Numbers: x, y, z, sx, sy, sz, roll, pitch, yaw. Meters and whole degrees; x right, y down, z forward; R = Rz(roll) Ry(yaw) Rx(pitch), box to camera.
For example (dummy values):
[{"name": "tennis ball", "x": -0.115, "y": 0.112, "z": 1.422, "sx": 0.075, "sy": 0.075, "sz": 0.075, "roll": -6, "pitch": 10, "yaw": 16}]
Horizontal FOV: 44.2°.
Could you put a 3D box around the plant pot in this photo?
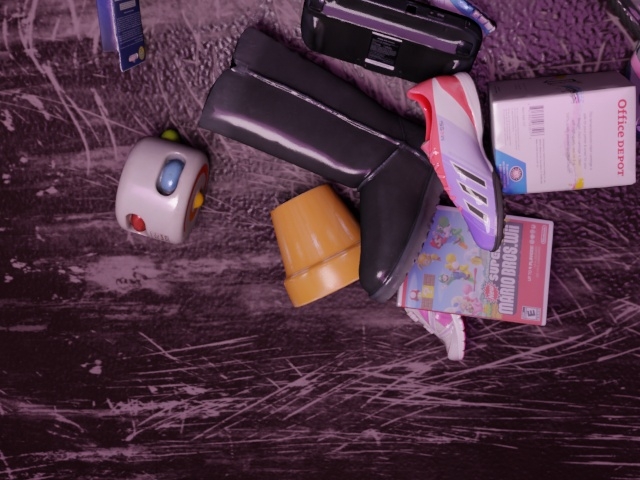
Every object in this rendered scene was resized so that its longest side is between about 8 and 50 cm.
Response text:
[{"name": "plant pot", "x": 0.000, "y": 0.000, "z": 1.521, "sx": 0.205, "sy": 0.205, "sz": 0.188, "roll": -26, "pitch": 91, "yaw": 17}]

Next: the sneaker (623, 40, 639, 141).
[{"name": "sneaker", "x": 0.593, "y": -0.309, "z": 1.330, "sx": 0.112, "sy": 0.131, "sz": 0.319, "roll": 10, "pitch": 113, "yaw": 3}]

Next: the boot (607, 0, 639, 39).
[{"name": "boot", "x": 0.530, "y": -0.484, "z": 1.237, "sx": 0.222, "sy": 0.118, "sz": 0.338, "roll": -31, "pitch": 86, "yaw": 19}]

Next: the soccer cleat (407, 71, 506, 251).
[{"name": "soccer cleat", "x": 0.234, "y": -0.129, "z": 1.354, "sx": 0.116, "sy": 0.108, "sz": 0.318, "roll": -11, "pitch": 84, "yaw": -8}]

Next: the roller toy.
[{"name": "roller toy", "x": -0.296, "y": -0.093, "z": 1.519, "sx": 0.146, "sy": 0.191, "sz": 0.209, "roll": 17, "pitch": 113, "yaw": 1}]

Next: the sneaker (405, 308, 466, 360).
[{"name": "sneaker", "x": 0.224, "y": 0.129, "z": 1.585, "sx": 0.111, "sy": 0.103, "sz": 0.252, "roll": -17, "pitch": 100, "yaw": 16}]

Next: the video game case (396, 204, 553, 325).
[{"name": "video game case", "x": 0.296, "y": 0.044, "z": 1.499, "sx": 0.285, "sy": 0.025, "sz": 0.204, "roll": 8, "pitch": 81, "yaw": -3}]

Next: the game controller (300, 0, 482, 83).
[{"name": "game controller", "x": 0.119, "y": -0.361, "z": 1.393, "sx": 0.319, "sy": 0.067, "sz": 0.166, "roll": 18, "pitch": 155, "yaw": 2}]

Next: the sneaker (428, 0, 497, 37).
[{"name": "sneaker", "x": 0.214, "y": -0.408, "z": 1.384, "sx": 0.190, "sy": 0.071, "sz": 0.083, "roll": 40, "pitch": 118, "yaw": -8}]

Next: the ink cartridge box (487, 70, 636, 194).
[{"name": "ink cartridge box", "x": 0.418, "y": -0.192, "z": 1.383, "sx": 0.232, "sy": 0.168, "sz": 0.171, "roll": -3, "pitch": 112, "yaw": 10}]

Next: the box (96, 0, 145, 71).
[{"name": "box", "x": -0.364, "y": -0.427, "z": 1.424, "sx": 0.036, "sy": 0.136, "sz": 0.225, "roll": 0, "pitch": 111, "yaw": 8}]

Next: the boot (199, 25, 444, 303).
[{"name": "boot", "x": -0.010, "y": -0.137, "z": 1.392, "sx": 0.445, "sy": 0.367, "sz": 0.146, "roll": 29, "pitch": 149, "yaw": -7}]
